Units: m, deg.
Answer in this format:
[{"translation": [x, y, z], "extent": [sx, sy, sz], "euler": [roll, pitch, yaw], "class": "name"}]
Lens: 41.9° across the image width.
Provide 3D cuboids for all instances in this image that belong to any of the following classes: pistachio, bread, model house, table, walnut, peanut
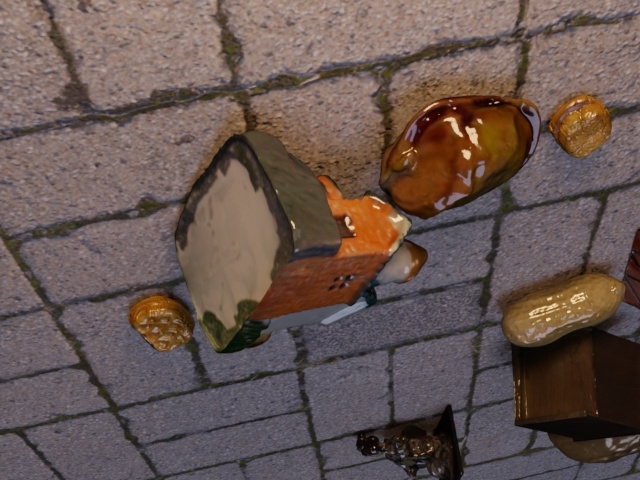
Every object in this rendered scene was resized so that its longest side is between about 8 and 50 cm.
[{"translation": [0.171, -0.103, 1.013], "extent": [0.210, 0.130, 0.165], "euler": [-27, 138, 4], "class": "pistachio"}, {"translation": [-0.234, 0.123, 1.244], "extent": [0.083, 0.044, 0.110], "euler": [-22, 140, 8], "class": "bread"}, {"translation": [0.338, -0.146, 1.079], "extent": [0.083, 0.046, 0.081], "euler": [8, 132, -24], "class": "bread"}, {"translation": [0.000, 0.000, 1.072], "extent": [0.301, 0.190, 0.271], "euler": [-3, 146, -33], "class": "model house"}, {"translation": [0.464, 0.262, 1.519], "extent": [0.193, 0.169, 0.172], "euler": [19, 153, -34], "class": "table"}, {"translation": [0.565, 0.352, 1.682], "extent": [0.245, 0.198, 0.198], "euler": [-32, 140, 32], "class": "walnut"}, {"translation": [0.410, 0.117, 1.409], "extent": [0.214, 0.090, 0.098], "euler": [-22, 150, 11], "class": "peanut"}]

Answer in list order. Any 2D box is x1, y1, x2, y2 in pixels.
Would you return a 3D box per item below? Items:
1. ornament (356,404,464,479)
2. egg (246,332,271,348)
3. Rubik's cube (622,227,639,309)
[{"translation": [0.172, 0.445, 1.730], "extent": [0.196, 0.153, 0.166], "euler": [2, 140, -6], "class": "ornament"}, {"translation": [-0.113, 0.128, 1.270], "extent": [0.083, 0.071, 0.071], "euler": [-16, 145, 24], "class": "egg"}, {"translation": [0.612, 0.023, 1.383], "extent": [0.178, 0.211, 0.190], "euler": [-33, 120, -11], "class": "Rubik's cube"}]
